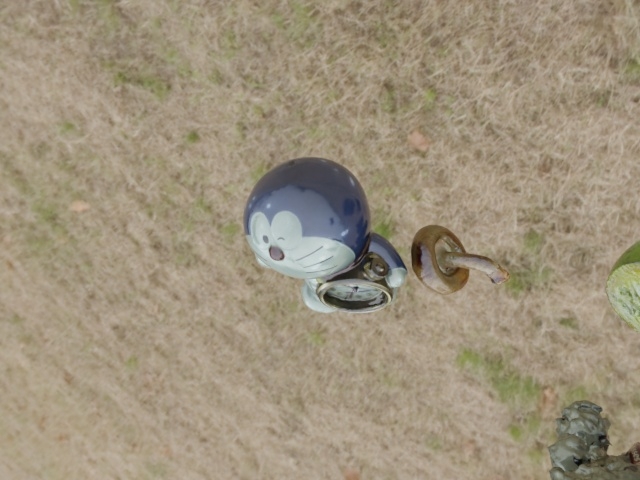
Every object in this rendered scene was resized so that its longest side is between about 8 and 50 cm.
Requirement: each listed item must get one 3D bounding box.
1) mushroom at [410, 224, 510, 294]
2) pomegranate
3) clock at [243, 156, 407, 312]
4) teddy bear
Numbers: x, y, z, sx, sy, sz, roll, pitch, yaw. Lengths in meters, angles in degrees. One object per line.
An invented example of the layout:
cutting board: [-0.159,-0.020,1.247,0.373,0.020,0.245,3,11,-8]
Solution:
mushroom: [0.174,0.036,0.771,0.130,0.088,0.072,27,129,19]
pomegranate: [0.575,0.054,0.915,0.190,0.159,0.241,47,160,10]
clock: [0.000,0.000,0.767,0.200,0.146,0.243,-4,147,24]
teddy bear: [0.578,0.464,1.088,0.357,0.224,0.367,29,180,26]
